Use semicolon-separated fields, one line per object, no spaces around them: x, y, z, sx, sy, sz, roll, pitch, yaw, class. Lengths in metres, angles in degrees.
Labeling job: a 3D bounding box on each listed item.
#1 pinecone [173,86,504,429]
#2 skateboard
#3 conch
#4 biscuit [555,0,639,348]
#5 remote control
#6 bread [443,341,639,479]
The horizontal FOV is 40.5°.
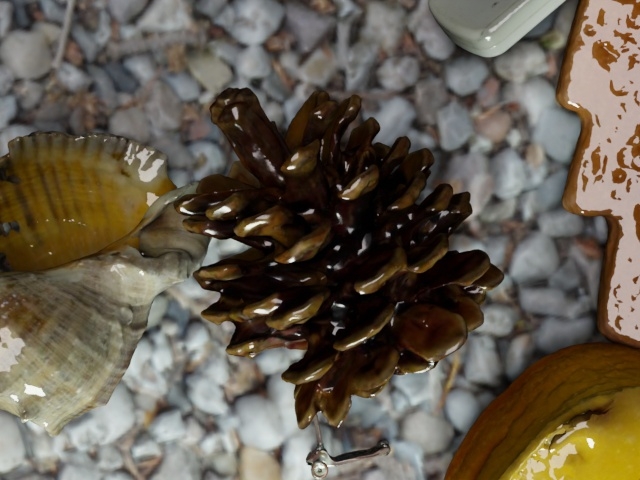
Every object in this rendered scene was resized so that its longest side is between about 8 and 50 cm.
-0.001;0.000;0.558;0.212;0.168;0.185;46;73;1;pinecone
0.013;0.127;0.641;0.064;0.032;0.083;-13;96;-5;skateboard
-0.179;0.019;0.587;0.245;0.163;0.178;-38;109;-23;conch
0.276;-0.079;0.595;0.284;0.043;0.306;-30;89;9;biscuit
0.160;-0.199;0.577;0.190;0.087;0.029;-40;129;5;remote control
0.177;0.201;0.575;0.195;0.142;0.269;25;94;0;bread
